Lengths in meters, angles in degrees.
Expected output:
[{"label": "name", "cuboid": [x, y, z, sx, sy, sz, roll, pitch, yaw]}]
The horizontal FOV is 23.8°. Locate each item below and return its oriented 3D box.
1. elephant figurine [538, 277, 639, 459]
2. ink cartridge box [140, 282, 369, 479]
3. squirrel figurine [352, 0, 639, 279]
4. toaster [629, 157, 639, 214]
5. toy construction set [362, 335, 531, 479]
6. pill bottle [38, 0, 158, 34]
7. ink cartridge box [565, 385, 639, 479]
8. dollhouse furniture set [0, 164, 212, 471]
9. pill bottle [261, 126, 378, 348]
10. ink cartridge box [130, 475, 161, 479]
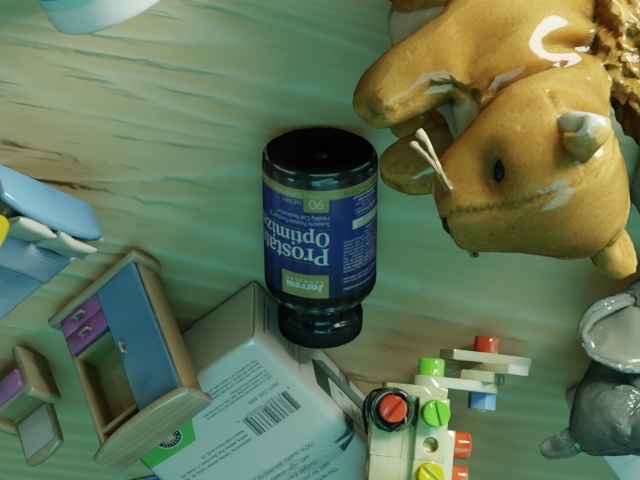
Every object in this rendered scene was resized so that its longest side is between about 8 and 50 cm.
[{"label": "elephant figurine", "cuboid": [0.355, 0.114, 1.670, 0.186, 0.169, 0.239, 3, 76, -24]}, {"label": "ink cartridge box", "cuboid": [-0.064, 0.225, 1.745, 0.211, 0.121, 0.289, -35, 115, 16]}, {"label": "squirrel figurine", "cuboid": [0.228, -0.149, 1.388, 0.397, 0.370, 0.281, -17, 129, -1]}, {"label": "toaster", "cuboid": [0.424, -0.074, 1.601, 0.168, 0.110, 0.185, 8, 119, -5]}, {"label": "toy construction set", "cuboid": [0.149, 0.252, 1.661, 0.215, 0.327, 0.151, 6, 159, -6]}, {"label": "pill bottle", "cuboid": [-0.242, -0.335, 1.409, 0.146, 0.146, 0.264, -21, 118, 10]}, {"label": "ink cartridge box", "cuboid": [0.499, 0.226, 1.800, 0.304, 0.072, 0.307, -32, 117, 13]}, {"label": "dollhouse furniture set", "cuboid": [-0.317, 0.115, 1.564, 0.286, 0.198, 0.303, -39, 142, 18]}, {"label": "pill bottle", "cuboid": [0.000, 0.000, 1.620, 0.123, 0.123, 0.219, -1, 119, -1]}, {"label": "ink cartridge box", "cuboid": [-0.205, 0.463, 1.914, 0.176, 0.069, 0.370, -12, 117, 5]}]
